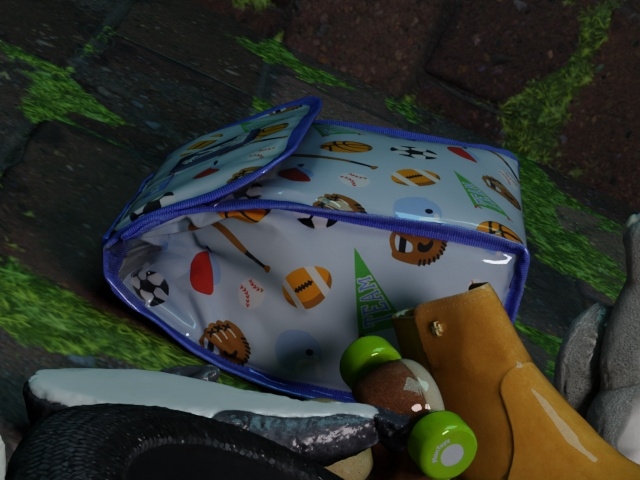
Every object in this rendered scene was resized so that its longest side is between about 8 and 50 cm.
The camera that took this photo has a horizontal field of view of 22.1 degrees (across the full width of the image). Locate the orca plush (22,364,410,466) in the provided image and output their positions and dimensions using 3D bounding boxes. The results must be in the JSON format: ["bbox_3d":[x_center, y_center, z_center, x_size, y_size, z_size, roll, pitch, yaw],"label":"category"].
[{"bbox_3d":[-0.079,0.161,1.224,0.287,0.102,0.151,2,14,-9],"label":"orca plush"}]

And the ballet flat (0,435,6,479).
[{"bbox_3d":[-0.253,0.140,1.047,0.095,0.096,0.280,16,21,-32],"label":"ballet flat"}]

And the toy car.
[{"bbox_3d":[0.008,0.182,1.318,0.188,0.149,0.155,-14,30,-20],"label":"toy car"}]

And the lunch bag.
[{"bbox_3d":[0.000,0.000,1.604,0.385,0.239,0.328,10,18,3],"label":"lunch bag"}]

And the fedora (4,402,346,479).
[{"bbox_3d":[-0.020,0.211,0.686,0.334,0.152,0.334,36,9,-7],"label":"fedora"}]

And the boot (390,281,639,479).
[{"bbox_3d":[0.163,0.136,1.310,0.104,0.211,0.295,-21,8,-32],"label":"boot"}]

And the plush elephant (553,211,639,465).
[{"bbox_3d":[0.321,0.180,1.526,0.272,0.330,0.255,28,-6,1],"label":"plush elephant"}]
